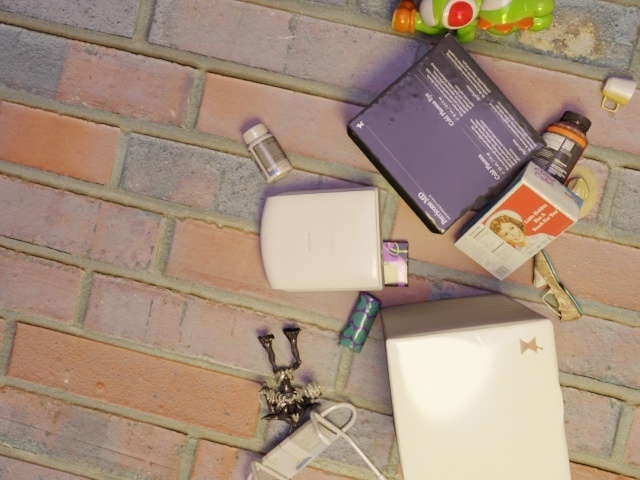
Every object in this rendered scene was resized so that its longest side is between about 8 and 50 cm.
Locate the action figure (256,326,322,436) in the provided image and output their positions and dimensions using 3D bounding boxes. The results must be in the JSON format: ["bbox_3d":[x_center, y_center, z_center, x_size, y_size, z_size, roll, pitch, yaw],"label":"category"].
[{"bbox_3d":[-0.084,0.368,1.440,0.164,0.141,0.276,-11,90,-7],"label":"action figure"}]

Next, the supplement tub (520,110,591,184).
[{"bbox_3d":[0.574,-0.212,1.386,0.106,0.106,0.198,31,93,2],"label":"supplement tub"}]

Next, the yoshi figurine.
[{"bbox_3d":[0.359,-0.564,1.327,0.362,0.203,0.203,14,95,19],"label":"yoshi figurine"}]

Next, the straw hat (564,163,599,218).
[{"bbox_3d":[0.631,-0.120,1.409,0.144,0.061,0.145,0,93,4],"label":"straw hat"}]

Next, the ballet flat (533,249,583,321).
[{"bbox_3d":[0.573,0.116,1.422,0.067,0.073,0.206,-32,87,19],"label":"ballet flat"}]

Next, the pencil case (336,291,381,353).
[{"bbox_3d":[0.099,0.208,1.456,0.070,0.064,0.152,28,95,45],"label":"pencil case"}]

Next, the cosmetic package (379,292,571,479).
[{"bbox_3d":[0.316,0.317,1.283,0.327,0.393,0.330,-7,91,4],"label":"cosmetic package"}]

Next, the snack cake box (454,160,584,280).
[{"bbox_3d":[0.454,-0.039,1.334,0.152,0.089,0.264,38,138,2],"label":"snack cake box"}]

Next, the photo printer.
[{"bbox_3d":[0.000,0.000,1.414,0.307,0.107,0.256,-2,92,13],"label":"photo printer"}]

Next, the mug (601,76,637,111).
[{"bbox_3d":[0.722,-0.362,1.393,0.064,0.062,0.078,23,87,10],"label":"mug"}]

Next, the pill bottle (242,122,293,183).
[{"bbox_3d":[-0.136,-0.221,1.444,0.078,0.078,0.137,-31,91,4],"label":"pill bottle"}]

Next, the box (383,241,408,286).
[{"bbox_3d":[0.144,0.060,1.464,0.162,0.029,0.116,0,92,6],"label":"box"}]

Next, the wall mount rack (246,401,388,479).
[{"bbox_3d":[-0.003,0.589,1.457,0.350,0.130,0.304,-41,124,5],"label":"wall mount rack"}]

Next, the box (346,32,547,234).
[{"bbox_3d":[0.286,-0.242,1.366,0.312,0.179,0.343,-40,90,3],"label":"box"}]
